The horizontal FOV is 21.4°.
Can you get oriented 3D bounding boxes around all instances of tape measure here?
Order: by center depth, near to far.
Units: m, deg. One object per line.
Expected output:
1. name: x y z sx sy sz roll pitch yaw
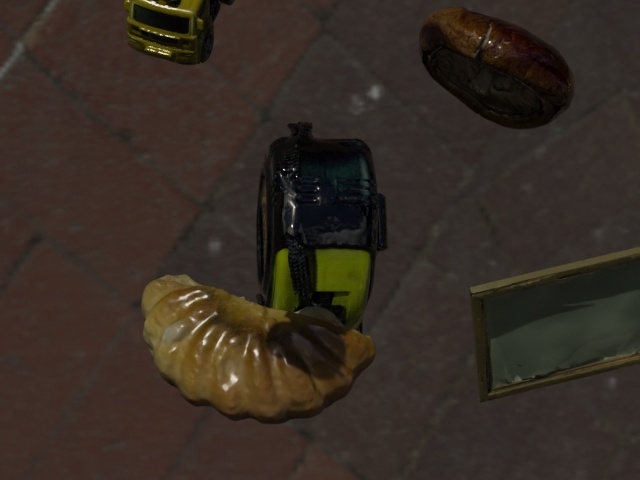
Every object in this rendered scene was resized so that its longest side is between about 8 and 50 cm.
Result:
1. tape measure: 0.000 0.000 1.470 0.112 0.186 0.199 -1 71 -5

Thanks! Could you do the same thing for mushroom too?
1. mushroom: 0.128 -0.128 1.230 0.123 0.123 0.052 38 71 -27

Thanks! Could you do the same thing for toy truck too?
1. toy truck: -0.080 -0.142 0.973 0.049 0.054 0.083 16 53 7

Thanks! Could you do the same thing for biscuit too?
1. biscuit: -0.053 0.077 1.267 0.183 0.061 0.118 17 50 7

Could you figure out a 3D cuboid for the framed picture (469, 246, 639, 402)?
1. framed picture: 0.218 0.061 1.342 0.200 0.010 0.136 -13 137 -3
